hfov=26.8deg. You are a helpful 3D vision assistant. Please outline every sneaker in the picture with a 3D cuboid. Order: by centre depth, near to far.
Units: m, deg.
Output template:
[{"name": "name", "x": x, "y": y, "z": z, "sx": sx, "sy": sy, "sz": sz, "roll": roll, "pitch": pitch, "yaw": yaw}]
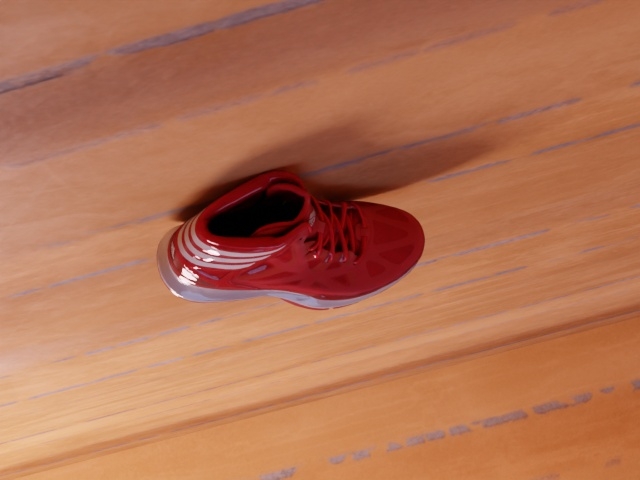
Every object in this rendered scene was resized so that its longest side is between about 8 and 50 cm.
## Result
[{"name": "sneaker", "x": 0.000, "y": 0.000, "z": 1.004, "sx": 0.221, "sy": 0.087, "sz": 0.128, "roll": -9, "pitch": 168, "yaw": -26}]
